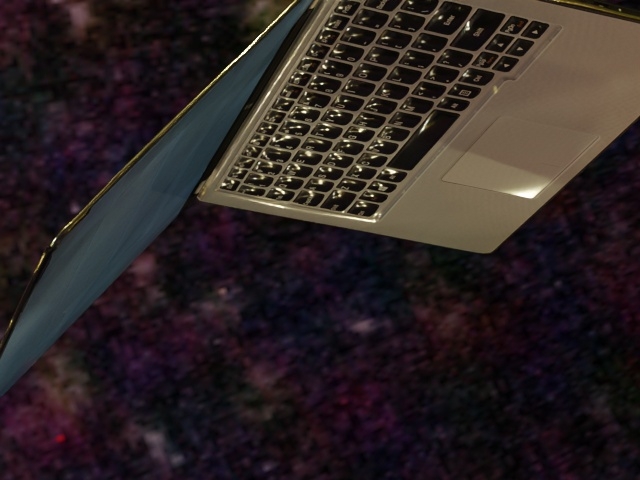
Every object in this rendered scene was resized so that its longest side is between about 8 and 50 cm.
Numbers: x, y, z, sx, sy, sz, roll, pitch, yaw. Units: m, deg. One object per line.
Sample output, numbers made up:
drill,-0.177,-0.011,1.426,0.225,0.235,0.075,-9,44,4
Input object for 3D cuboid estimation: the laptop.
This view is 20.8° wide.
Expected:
laptop,0.000,0.000,1.179,0.382,0.408,0.236,131,147,-62
